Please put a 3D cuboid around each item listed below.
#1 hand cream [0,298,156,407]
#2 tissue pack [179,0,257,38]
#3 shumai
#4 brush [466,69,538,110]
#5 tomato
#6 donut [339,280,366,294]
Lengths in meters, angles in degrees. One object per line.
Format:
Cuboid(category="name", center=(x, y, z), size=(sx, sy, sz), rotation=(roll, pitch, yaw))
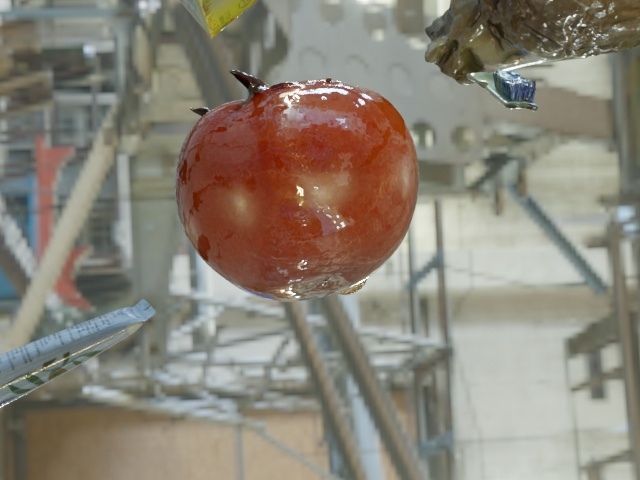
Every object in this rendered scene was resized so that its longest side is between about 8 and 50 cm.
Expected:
Cuboid(category="hand cream", center=(-0.316, 0.136, 1.746), size=(0.058, 0.271, 0.091), rotation=(66, -12, -12))
Cuboid(category="tissue pack", center=(-0.087, -0.210, 1.026), size=(0.095, 0.062, 0.176), rotation=(49, -3, 6))
Cuboid(category="shumai", center=(0.288, -0.276, 1.892), size=(0.217, 0.283, 0.346), rotation=(50, 29, 9))
Cuboid(category="brush", center=(0.174, -0.154, 1.470), size=(0.178, 0.033, 0.030), rotation=(-114, -159, -73))
Cuboid(category="tomato", center=(-0.024, -0.056, 1.566), size=(0.256, 0.256, 0.224), rotation=(105, -29, -70))
Cuboid(category="donut", center=(0.000, 0.000, 1.901), size=(0.152, 0.058, 0.152), rotation=(23, -61, 52))
